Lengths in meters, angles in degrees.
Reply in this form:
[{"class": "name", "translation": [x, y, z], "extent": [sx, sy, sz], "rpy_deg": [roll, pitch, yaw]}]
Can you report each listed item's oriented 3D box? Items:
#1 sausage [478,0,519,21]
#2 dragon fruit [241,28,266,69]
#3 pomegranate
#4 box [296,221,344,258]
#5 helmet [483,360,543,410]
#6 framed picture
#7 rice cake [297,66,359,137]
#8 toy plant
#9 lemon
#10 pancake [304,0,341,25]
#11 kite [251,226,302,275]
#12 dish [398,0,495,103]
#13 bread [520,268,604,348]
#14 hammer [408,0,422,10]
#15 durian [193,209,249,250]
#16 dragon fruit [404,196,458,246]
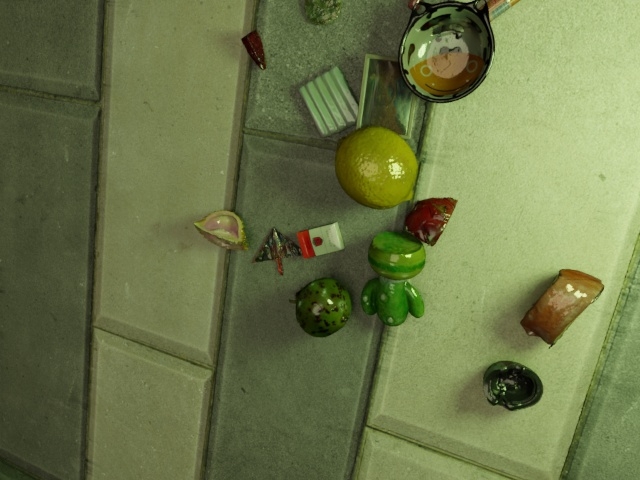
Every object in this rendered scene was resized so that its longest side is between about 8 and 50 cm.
[{"class": "sausage", "translation": [0.566, -0.712, 1.309], "extent": [0.348, 0.053, 0.053], "rpy_deg": [-32, 88, 23]}, {"class": "dragon fruit", "translation": [-0.235, -0.656, 1.619], "extent": [0.063, 0.097, 0.131], "rpy_deg": [-15, 114, 26]}, {"class": "pomegranate", "translation": [-0.010, 0.227, 1.630], "extent": [0.263, 0.211, 0.210], "rpy_deg": [19, 107, 37]}, {"class": "box", "translation": [0.000, 0.000, 1.662], "extent": [0.152, 0.048, 0.100], "rpy_deg": [-14, 93, 25]}, {"class": "helmet", "translation": [0.604, 0.453, 1.487], "extent": [0.177, 0.107, 0.153], "rpy_deg": [12, 102, -1]}, {"class": "framed picture", "translation": [0.215, -0.456, 1.479], "extent": [0.184, 0.016, 0.249], "rpy_deg": [8, 103, 0]}, {"class": "rice cake", "translation": [0.035, -0.462, 1.565], "extent": [0.189, 0.037, 0.198], "rpy_deg": [-20, 93, 22]}, {"class": "toy plant", "translation": [0.248, 0.144, 1.547], "extent": [0.224, 0.184, 0.315], "rpy_deg": [15, 121, 23]}, {"class": "lemon", "translation": [0.174, -0.226, 1.445], "extent": [0.268, 0.267, 0.267], "rpy_deg": [4, 101, 20]}, {"class": "pancake", "translation": [0.008, -0.770, 1.526], "extent": [0.130, 0.022, 0.116], "rpy_deg": [-2, 101, 21]}, {"class": "kite", "translation": [-0.166, 0.042, 1.750], "extent": [0.232, 0.009, 0.189], "rpy_deg": [-7, 98, 23]}, {"class": "dish", "translation": [0.376, -0.551, 1.370], "extent": [0.303, 0.120, 0.302], "rpy_deg": [6, 105, 23]}, {"class": "bread", "translation": [0.700, 0.197, 1.363], "extent": [0.123, 0.190, 0.244], "rpy_deg": [38, 115, 24]}, {"class": "hammer", "translation": [0.298, -0.745, 1.412], "extent": [0.043, 0.043, 0.083], "rpy_deg": [31, 110, 13]}, {"class": "durian", "translation": [-0.364, -0.028, 1.748], "extent": [0.183, 0.132, 0.165], "rpy_deg": [-8, 108, 11]}, {"class": "dragon fruit", "translation": [0.352, -0.079, 1.474], "extent": [0.121, 0.127, 0.161], "rpy_deg": [32, 110, 4]}]
